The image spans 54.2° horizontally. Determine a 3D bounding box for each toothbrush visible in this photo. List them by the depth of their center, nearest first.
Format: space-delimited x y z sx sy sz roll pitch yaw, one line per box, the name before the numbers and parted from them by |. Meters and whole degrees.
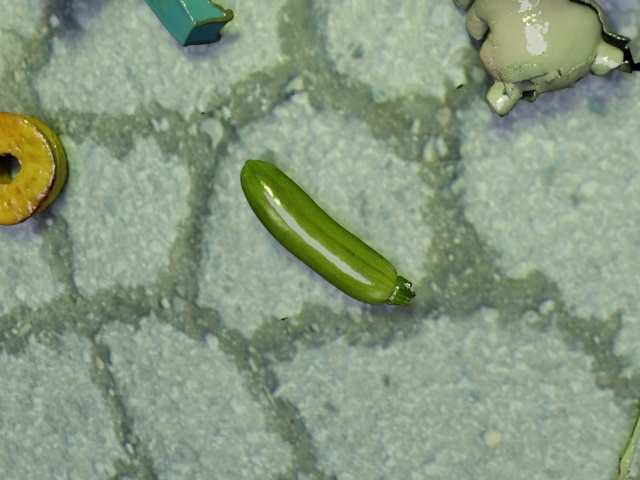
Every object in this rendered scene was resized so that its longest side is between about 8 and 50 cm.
toothbrush | 0.366 0.235 0.737 0.028 0.026 0.294 24 108 23

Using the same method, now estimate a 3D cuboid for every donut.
donut | -0.404 -0.097 0.825 0.152 0.058 0.152 3 103 12

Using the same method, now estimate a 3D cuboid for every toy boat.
toy boat | -0.169 -0.314 0.717 0.185 0.077 0.075 54 150 -3

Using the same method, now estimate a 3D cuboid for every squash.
squash | 0.000 0.000 0.748 0.258 0.069 0.069 41 109 2

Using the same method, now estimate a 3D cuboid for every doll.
doll | 0.215 -0.226 0.628 0.149 0.095 0.192 -24 94 15
